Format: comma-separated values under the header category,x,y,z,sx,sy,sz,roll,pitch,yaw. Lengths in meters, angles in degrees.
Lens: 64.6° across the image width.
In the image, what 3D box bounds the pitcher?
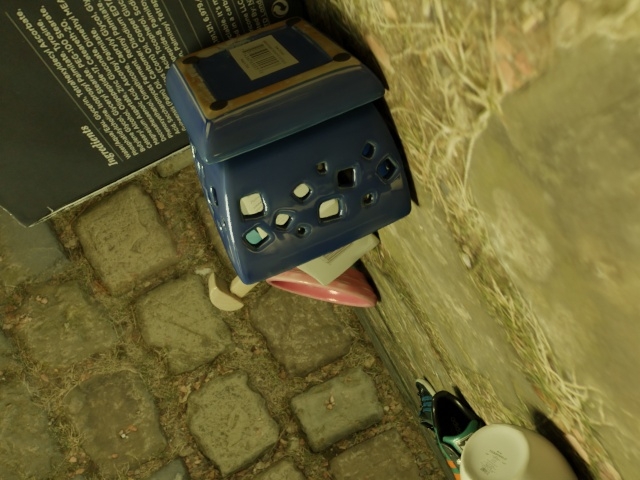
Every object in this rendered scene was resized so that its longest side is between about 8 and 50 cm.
category,x,y,z,sx,sy,sz,roll,pitch,yaw
pitcher,0.269,0.318,0.586,0.207,0.125,0.178,52,159,-20

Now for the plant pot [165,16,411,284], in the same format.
category,x,y,z,sx,sy,sz,roll,pitch,yaw
plant pot,-0.047,-0.126,0.619,0.236,0.236,0.212,57,167,44

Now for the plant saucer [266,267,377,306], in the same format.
category,x,y,z,sx,sy,sz,roll,pitch,yaw
plant saucer,0.008,0.120,1.494,0.332,0.333,0.084,77,-155,-76

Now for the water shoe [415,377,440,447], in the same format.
category,x,y,z,sx,sy,sz,roll,pitch,yaw
water shoe,0.296,0.461,1.373,0.203,0.080,0.072,56,173,51

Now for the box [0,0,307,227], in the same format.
category,x,y,z,sx,sy,sz,roll,pitch,yaw
box,-0.327,-0.356,0.743,0.479,0.472,0.297,58,175,35

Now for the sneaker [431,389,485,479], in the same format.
category,x,y,z,sx,sy,sz,roll,pitch,yaw
sneaker,0.291,0.420,0.957,0.121,0.108,0.302,59,180,-43

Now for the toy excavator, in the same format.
category,x,y,z,sx,sy,sz,roll,pitch,yaw
toy excavator,-0.186,-0.012,1.509,0.222,0.434,0.444,-113,2,-52

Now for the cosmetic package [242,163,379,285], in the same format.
category,x,y,z,sx,sy,sz,roll,pitch,yaw
cosmetic package,-0.066,-0.122,1.030,0.217,0.156,0.384,38,-164,-53
